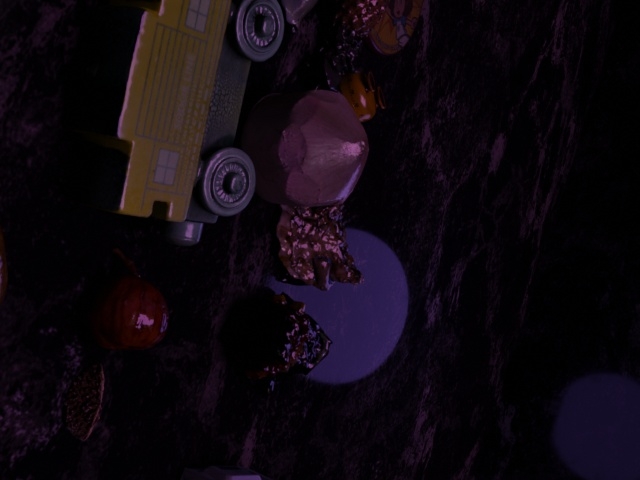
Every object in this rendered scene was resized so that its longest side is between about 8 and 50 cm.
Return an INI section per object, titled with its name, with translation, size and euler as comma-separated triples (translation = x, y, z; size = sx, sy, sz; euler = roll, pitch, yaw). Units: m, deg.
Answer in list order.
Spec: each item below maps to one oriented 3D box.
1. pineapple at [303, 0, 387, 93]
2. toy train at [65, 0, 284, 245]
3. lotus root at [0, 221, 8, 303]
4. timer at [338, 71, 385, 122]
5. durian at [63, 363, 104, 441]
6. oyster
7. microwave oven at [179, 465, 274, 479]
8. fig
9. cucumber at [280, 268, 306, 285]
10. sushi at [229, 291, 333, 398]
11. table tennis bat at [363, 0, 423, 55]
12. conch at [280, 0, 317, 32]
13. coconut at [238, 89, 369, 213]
[pineapple]
translation = 0.042, -0.384, 1.508
size = 0.119, 0.111, 0.237
euler = 21, 89, -27
[toy train]
translation = -0.211, -0.216, 1.129
size = 0.272, 0.179, 0.442
euler = 9, 94, -49
[lotus root]
translation = -0.439, -0.008, 0.893
size = 0.145, 0.128, 0.260
euler = -28, 123, -38
[timer]
translation = 0.065, -0.288, 1.603
size = 0.107, 0.109, 0.107
euler = -16, 90, -71
[durian]
translation = -0.361, 0.250, 1.202
size = 0.066, 0.052, 0.130
euler = -122, -134, -82
[oyster]
translation = 0.000, 0.000, 1.582
size = 0.222, 0.083, 0.214
euler = -15, 100, -47
[microwave oven]
translation = -0.177, 0.511, 1.486
size = 0.208, 0.122, 0.162
euler = 27, 78, -57
[fig]
translation = -0.288, 0.104, 1.182
size = 0.150, 0.128, 0.128
euler = -101, 174, -50
[cucumber]
translation = -0.034, 0.078, 1.622
size = 0.135, 0.034, 0.033
euler = 4, 103, -57
[sushi]
translation = -0.089, 0.183, 1.472
size = 0.172, 0.153, 0.150
euler = -42, 159, -13
[table tennis bat]
translation = 0.149, -0.594, 1.639
size = 0.268, 0.051, 0.415
euler = -32, 130, -48
[conch]
translation = -0.028, -0.462, 1.399
size = 0.088, 0.065, 0.180
euler = 9, 103, -59
[coconut]
translation = -0.020, -0.157, 1.372
size = 0.224, 0.234, 0.224
euler = -26, 125, -45
